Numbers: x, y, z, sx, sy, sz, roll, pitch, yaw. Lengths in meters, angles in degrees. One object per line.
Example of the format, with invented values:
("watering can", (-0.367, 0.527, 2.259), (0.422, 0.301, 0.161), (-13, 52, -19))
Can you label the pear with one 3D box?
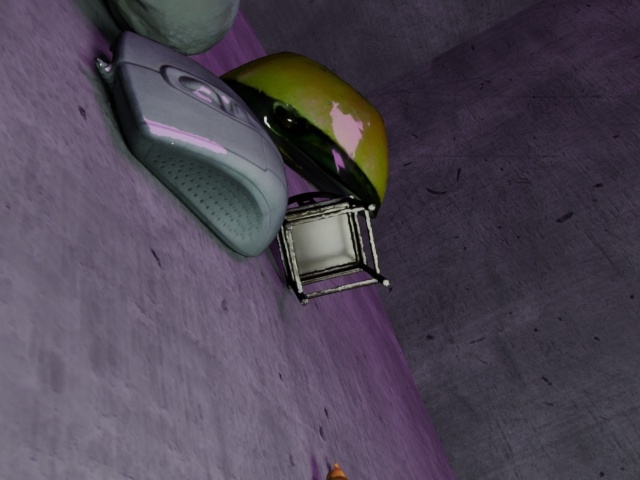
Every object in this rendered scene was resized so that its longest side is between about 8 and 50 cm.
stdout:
("pear", (-0.008, -0.223, 1.142), (0.398, 0.165, 0.399), (36, -3, 2))

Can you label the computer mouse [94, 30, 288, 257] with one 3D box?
("computer mouse", (-0.130, -0.116, 0.744), (0.371, 0.121, 0.188), (47, 17, -55))

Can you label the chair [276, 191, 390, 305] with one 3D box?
("chair", (0.000, 0.000, 0.981), (0.260, 0.154, 0.142), (-141, -141, -77))

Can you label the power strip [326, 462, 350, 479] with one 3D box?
("power strip", (0.026, 0.303, 0.608), (0.178, 0.049, 0.028), (-104, 170, -59))

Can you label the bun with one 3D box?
("bun", (-0.215, -0.416, 0.780), (0.354, 0.194, 0.355), (172, -90, -75))
